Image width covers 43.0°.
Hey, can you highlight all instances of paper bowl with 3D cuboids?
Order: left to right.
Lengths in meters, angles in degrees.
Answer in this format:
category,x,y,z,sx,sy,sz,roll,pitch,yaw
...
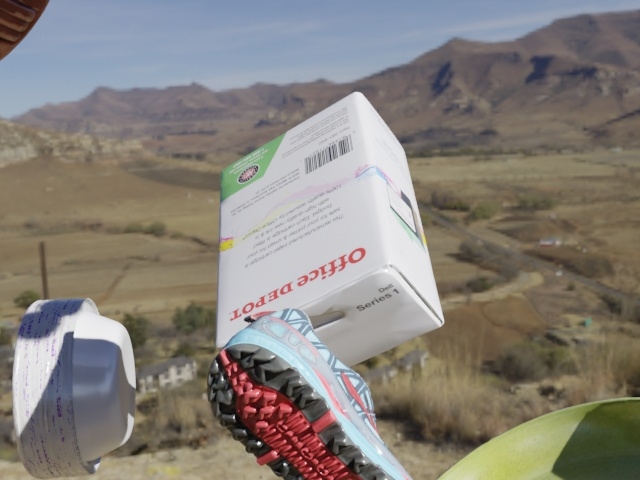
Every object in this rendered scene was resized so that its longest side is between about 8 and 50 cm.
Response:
category,x,y,z,sx,sy,sz,roll,pitch,yaw
paper bowl,-0.383,0.233,1.309,0.148,0.284,0.284,-4,9,-4

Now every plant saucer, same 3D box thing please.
category,x,y,z,sx,sy,sz,roll,pitch,yaw
plant saucer,0.140,0.177,0.458,0.241,0.037,0.241,-29,12,7

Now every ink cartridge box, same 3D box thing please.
category,x,y,z,sx,sy,sz,roll,pitch,yaw
ink cartridge box,0.000,0.000,0.879,0.201,0.117,0.278,-28,40,20

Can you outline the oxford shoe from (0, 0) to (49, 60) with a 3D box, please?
category,x,y,z,sx,sy,sz,roll,pitch,yaw
oxford shoe,-0.256,-0.232,0.558,0.397,0.146,0.140,-46,-6,2

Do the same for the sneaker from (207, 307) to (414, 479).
category,x,y,z,sx,sy,sz,roll,pitch,yaw
sneaker,0.025,0.161,0.655,0.104,0.262,0.125,-27,14,25
